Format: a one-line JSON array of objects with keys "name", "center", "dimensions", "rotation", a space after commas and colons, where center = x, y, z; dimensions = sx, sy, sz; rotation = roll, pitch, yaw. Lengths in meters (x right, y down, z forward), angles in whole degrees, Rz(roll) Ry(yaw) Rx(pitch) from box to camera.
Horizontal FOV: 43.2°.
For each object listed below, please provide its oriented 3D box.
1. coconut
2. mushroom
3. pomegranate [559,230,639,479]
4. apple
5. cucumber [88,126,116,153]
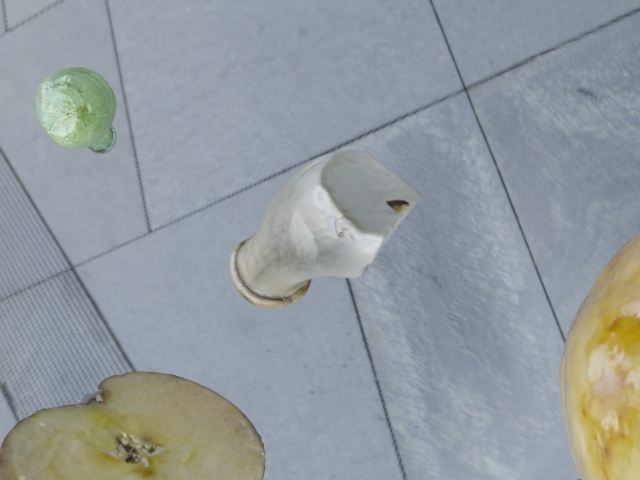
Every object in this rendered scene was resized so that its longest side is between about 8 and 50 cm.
[{"name": "coconut", "center": [-0.263, -0.143, 0.869], "dimensions": [0.088, 0.096, 0.087], "rotation": [0, 102, -1]}, {"name": "mushroom", "center": [-0.001, -0.010, 0.702], "dimensions": [0.247, 0.096, 0.108], "rotation": [-28, 77, 59]}, {"name": "pomegranate", "center": [0.380, 0.162, 0.654], "dimensions": [0.410, 0.410, 0.410], "rotation": [-7, 71, 22]}, {"name": "apple", "center": [-0.220, 0.296, 0.918], "dimensions": [0.251, 0.293, 0.163], "rotation": [35, 122, 36]}, {"name": "cucumber", "center": [-0.340, -0.162, 1.149], "dimensions": [0.105, 0.048, 0.048], "rotation": [29, 87, 29]}]
